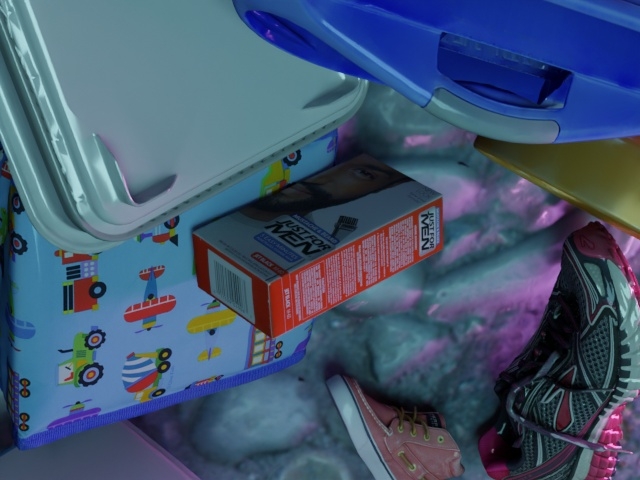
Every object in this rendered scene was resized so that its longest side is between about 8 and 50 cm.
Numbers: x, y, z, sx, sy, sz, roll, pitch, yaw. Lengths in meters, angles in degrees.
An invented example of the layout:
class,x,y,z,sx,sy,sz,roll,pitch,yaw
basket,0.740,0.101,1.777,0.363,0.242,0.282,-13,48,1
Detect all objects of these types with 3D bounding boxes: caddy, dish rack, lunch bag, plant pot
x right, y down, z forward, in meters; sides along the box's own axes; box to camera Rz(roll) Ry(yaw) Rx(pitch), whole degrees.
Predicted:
class,x,y,z,sx,sy,sz,roll,pitch,yaw
caddy,0.115,-0.150,0.904,0.341,0.241,0.179,14,79,-22
dish rack,-0.097,-0.174,0.958,0.285,0.072,0.333,-30,118,-25
lunch bag,-0.106,0.014,1.128,0.293,0.138,0.221,-7,120,-23
plant pot,0.251,-0.105,1.119,0.205,0.205,0.188,26,95,-28

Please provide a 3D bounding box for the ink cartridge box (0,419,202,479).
class,x,y,z,sx,sy,sz,roll,pitch,yaw
ink cartridge box,-0.188,0.315,1.184,0.198,0.197,0.270,-32,137,-32

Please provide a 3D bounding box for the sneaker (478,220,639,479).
class,x,y,z,sx,sy,sz,roll,pitch,yaw
sneaker,0.210,0.115,1.262,0.112,0.121,0.299,-4,131,-8

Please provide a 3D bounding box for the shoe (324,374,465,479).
class,x,y,z,sx,sy,sz,roll,pitch,yaw
shoe,0.069,0.167,1.304,0.081,0.063,0.178,-28,130,0

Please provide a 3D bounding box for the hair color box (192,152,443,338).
class,x,y,z,sx,sy,sz,roll,pitch,yaw
hair color box,0.000,0.000,1.078,0.167,0.093,0.053,-26,129,-33
